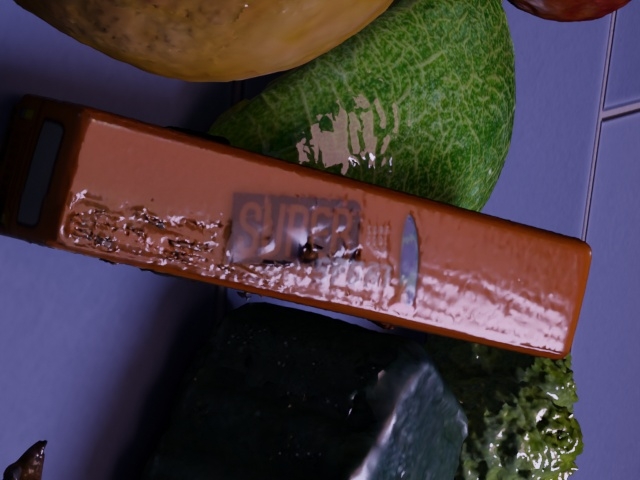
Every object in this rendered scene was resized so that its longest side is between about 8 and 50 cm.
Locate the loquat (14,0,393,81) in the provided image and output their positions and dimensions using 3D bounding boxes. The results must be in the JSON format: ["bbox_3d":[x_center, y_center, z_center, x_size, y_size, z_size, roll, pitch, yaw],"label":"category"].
[{"bbox_3d":[-0.058,-0.215,0.849,0.284,0.276,0.276,-75,165,-63],"label":"loquat"}]

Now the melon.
[{"bbox_3d":[0.029,-0.069,1.185,0.323,0.124,0.196,-35,124,-52],"label":"melon"}]

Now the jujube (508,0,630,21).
[{"bbox_3d":[0.189,-0.254,1.336,0.255,0.190,0.190,36,70,-77],"label":"jujube"}]

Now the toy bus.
[{"bbox_3d":[0.000,0.000,1.044,0.409,0.092,0.093,13,90,-35],"label":"toy bus"}]

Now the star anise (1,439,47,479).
[{"bbox_3d":[-0.188,0.234,0.940,0.272,0.102,0.272,180,-90,-84],"label":"star anise"}]

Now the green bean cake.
[{"bbox_3d":[-0.013,0.227,1.192,0.300,0.169,0.308,-65,150,-17],"label":"green bean cake"}]

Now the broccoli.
[{"bbox_3d":[0.139,0.196,1.452,0.254,0.186,0.302,-106,-176,-53],"label":"broccoli"}]
